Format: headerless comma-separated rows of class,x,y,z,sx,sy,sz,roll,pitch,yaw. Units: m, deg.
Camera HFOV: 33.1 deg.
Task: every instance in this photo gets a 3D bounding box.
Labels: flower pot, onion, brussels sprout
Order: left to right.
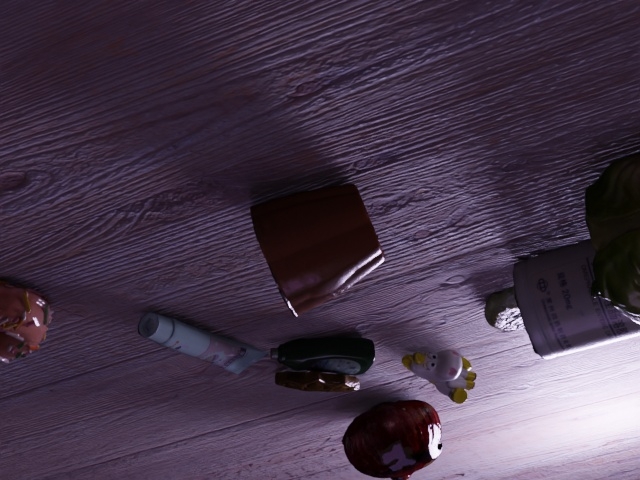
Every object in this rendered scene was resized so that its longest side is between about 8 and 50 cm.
flower pot,0.000,0.000,1.691,0.173,0.190,0.190,-24,149,3
onion,0.176,0.476,2.558,0.246,0.190,0.246,-13,168,-3
brussels sprout,0.524,-0.008,1.687,0.227,0.259,0.294,1,152,-14

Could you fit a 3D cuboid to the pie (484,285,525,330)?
pie,0.417,0.132,2.142,0.187,0.041,0.187,-5,150,-3

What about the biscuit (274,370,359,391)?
biscuit,-0.009,0.301,2.277,0.182,0.034,0.215,2,169,3

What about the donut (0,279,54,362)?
donut,-0.577,0.143,1.891,0.199,0.085,0.233,-26,148,28

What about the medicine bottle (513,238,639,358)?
medicine bottle,0.529,0.081,1.922,0.332,0.190,0.190,-19,149,21

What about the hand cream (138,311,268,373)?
hand cream,-0.230,0.202,2.118,0.085,0.058,0.331,-38,147,17

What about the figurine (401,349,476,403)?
figurine,0.255,0.284,2.340,0.129,0.109,0.178,1,156,35

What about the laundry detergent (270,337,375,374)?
laundry detergent,-0.003,0.241,2.222,0.211,0.063,0.137,2,156,-17
